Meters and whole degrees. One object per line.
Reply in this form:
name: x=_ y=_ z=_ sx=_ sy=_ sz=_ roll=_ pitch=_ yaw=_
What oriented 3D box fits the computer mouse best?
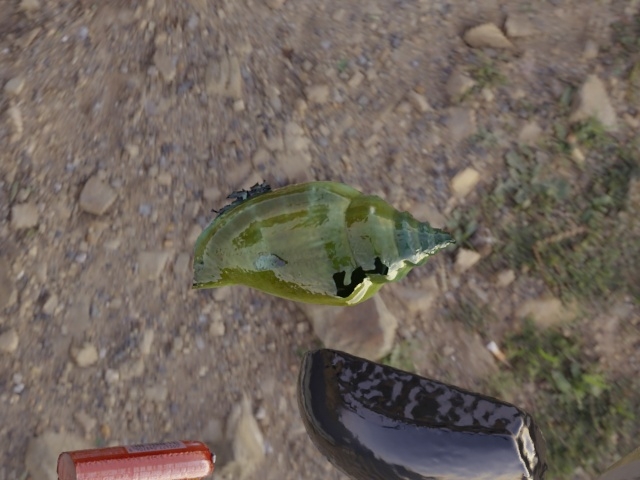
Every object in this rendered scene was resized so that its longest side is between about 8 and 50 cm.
computer mouse: x=0.087 y=0.200 z=1.218 sx=0.269 sy=0.170 sz=0.100 roll=14 pitch=65 yaw=24

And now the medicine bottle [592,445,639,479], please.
medicine bottle: x=0.112 y=0.208 z=0.434 sx=0.208 sy=0.340 sz=0.208 roll=13 pitch=111 yaw=36

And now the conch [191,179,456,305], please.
conch: x=0.001 y=0.002 z=0.940 sx=0.201 sy=0.079 sz=0.094 roll=6 pitch=98 yaw=6

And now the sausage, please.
sausage: x=-0.134 y=0.170 z=0.943 sx=0.129 sy=0.034 sz=0.034 roll=1 pitch=106 yaw=-37
